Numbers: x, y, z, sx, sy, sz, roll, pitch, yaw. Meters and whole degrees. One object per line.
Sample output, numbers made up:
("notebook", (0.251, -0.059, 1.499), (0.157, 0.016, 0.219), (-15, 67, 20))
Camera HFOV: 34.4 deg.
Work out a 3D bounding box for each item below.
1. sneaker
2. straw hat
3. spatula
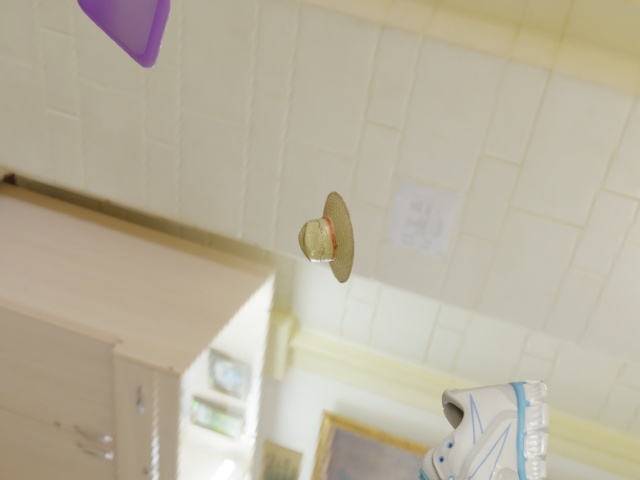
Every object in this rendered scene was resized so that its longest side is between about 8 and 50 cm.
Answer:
("sneaker", (0.102, 0.166, 0.646), (0.191, 0.082, 0.071), (-82, 174, -51))
("straw hat", (0.000, 0.000, 1.573), (0.144, 0.061, 0.145), (173, -90, -73))
("spatula", (-0.228, -0.233, 0.763), (0.030, 0.296, 0.084), (-48, 167, -51))
